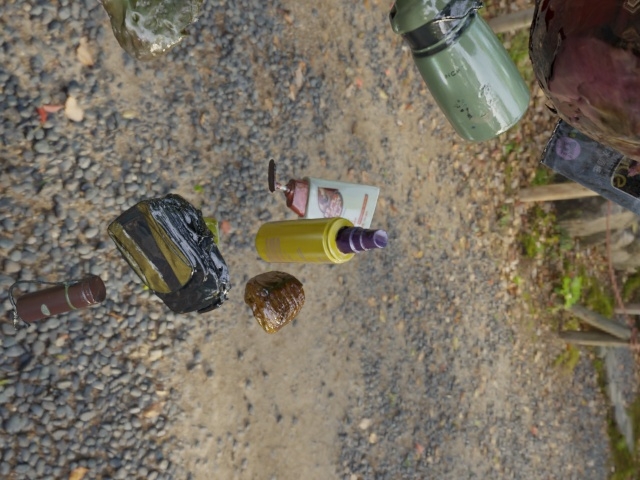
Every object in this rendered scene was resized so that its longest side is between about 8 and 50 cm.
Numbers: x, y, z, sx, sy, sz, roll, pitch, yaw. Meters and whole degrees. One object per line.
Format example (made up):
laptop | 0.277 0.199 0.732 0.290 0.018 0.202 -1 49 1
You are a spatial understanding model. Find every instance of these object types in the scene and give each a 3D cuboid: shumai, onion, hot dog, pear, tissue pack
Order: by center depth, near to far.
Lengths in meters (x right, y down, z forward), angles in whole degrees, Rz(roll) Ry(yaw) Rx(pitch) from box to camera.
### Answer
onion | 0.286 -0.161 0.418 0.252 0.252 0.219 17 91 -51
shumai | -0.428 -0.614 1.303 0.283 0.216 0.346 35 63 -55
tissue pack | 0.780 -0.228 1.461 0.122 0.361 0.259 -41 156 -32
hot dog | -0.122 0.157 1.520 0.227 0.099 0.161 -15 80 -62
pear | -0.330 0.004 1.590 0.141 0.103 0.141 177 -90 -86

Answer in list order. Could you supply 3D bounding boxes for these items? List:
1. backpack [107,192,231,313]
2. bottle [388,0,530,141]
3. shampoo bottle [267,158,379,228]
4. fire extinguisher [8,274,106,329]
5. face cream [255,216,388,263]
backpack | -0.286 0.035 1.154 0.258 0.206 0.133 59 33 -5
bottle | 0.265 -0.362 1.110 0.347 0.168 0.169 46 54 -32
shampoo bottle | -0.001 -0.098 1.332 0.284 0.071 0.153 19 85 -31
fire extinguisher | -0.408 0.085 0.862 0.045 0.157 0.078 -86 159 -64
face cream | 0.000 0.000 0.973 0.078 0.273 0.078 2 88 -44
